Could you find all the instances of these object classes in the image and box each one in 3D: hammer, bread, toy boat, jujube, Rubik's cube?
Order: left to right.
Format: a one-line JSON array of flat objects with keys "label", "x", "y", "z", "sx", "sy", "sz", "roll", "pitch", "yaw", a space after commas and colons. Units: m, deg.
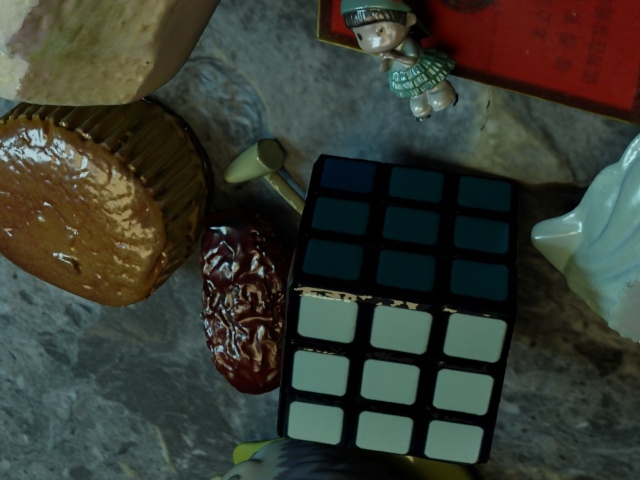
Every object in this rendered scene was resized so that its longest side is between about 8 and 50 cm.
[{"label": "bread", "x": -0.197, "y": -0.036, "z": 1.197, "sx": 0.199, "sy": 0.104, "sz": 0.199, "roll": 14, "pitch": 127, "yaw": 19}, {"label": "jujube", "x": -0.053, "y": 0.052, "z": 1.191, "sx": 0.104, "sy": 0.104, "sz": 0.166, "roll": 11, "pitch": 127, "yaw": 21}, {"label": "hammer", "x": 0.000, "y": 0.000, "z": 1.174, "sx": 0.195, "sy": 0.028, "sz": 0.060, "roll": 46, "pitch": 137, "yaw": -11}, {"label": "Rubik's cube", "x": 0.059, "y": 0.052, "z": 1.066, "sx": 0.162, "sy": 0.160, "sz": 0.163, "roll": 6, "pitch": 128, "yaw": 4}, {"label": "toy boat", "x": 0.280, "y": 0.000, "z": 0.948, "sx": 0.290, "sy": 0.100, "sz": 0.199, "roll": -21, "pitch": 129, "yaw": 42}]

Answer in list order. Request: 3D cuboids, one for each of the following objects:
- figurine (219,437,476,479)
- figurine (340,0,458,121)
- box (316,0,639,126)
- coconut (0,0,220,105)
[{"label": "figurine", "x": 0.013, "y": 0.375, "z": 1.212, "sx": 0.361, "sy": 0.377, "sz": 0.266, "roll": 47, "pitch": 132, "yaw": -9}, {"label": "figurine", "x": 0.056, "y": -0.129, "z": 0.939, "sx": 0.060, "sy": 0.047, "sz": 0.106, "roll": -1, "pitch": 131, "yaw": 49}, {"label": "box", "x": 0.120, "y": -0.181, "z": 0.942, "sx": 0.240, "sy": 0.074, "sz": 0.153, "roll": 18, "pitch": 136, "yaw": 16}, {"label": "coconut", "x": -0.181, "y": -0.243, "z": 0.916, "sx": 0.297, "sy": 0.297, "sz": 0.309, "roll": 36, "pitch": 130, "yaw": 0}]
